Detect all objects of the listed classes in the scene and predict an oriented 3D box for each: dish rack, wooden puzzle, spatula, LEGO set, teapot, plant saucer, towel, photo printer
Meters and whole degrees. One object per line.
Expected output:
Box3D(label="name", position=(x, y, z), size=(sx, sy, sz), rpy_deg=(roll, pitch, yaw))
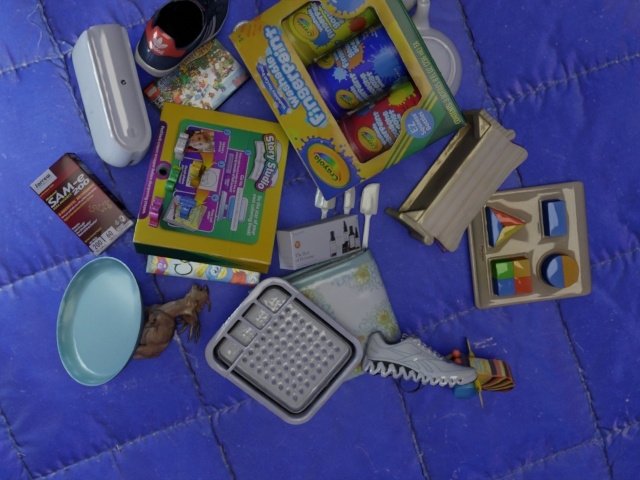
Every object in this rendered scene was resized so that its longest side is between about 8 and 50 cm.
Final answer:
Box3D(label="dish rack", position=(-0.091, 0.275, 1.645), size=(0.333, 0.072, 0.285), rpy_deg=(40, 92, -12))
Box3D(label="wooden puzzle", position=(0.578, 0.016, 1.770), size=(0.348, 0.080, 0.321), rpy_deg=(-8, 97, -5))
Box3D(label="spatula", position=(0.063, -0.042, 1.746), size=(0.168, 0.019, 0.241), rpy_deg=(5, 99, -7))
Box3D(label="LEGO set", position=(-0.304, -0.137, 1.438), size=(0.087, 0.093, 0.227), rpy_deg=(17, 71, -6))
Box3D(label="teapot", position=(0.252, -0.422, 1.636), size=(0.256, 0.187, 0.252), rpy_deg=(40, 92, -10))
Box3D(label="plant saucer", position=(-0.540, 0.199, 1.613), size=(0.318, 0.044, 0.317), rpy_deg=(-8, 76, 33))
Box3D(label="towel", position=(0.010, 0.226, 1.731), size=(0.375, 0.090, 0.320), rpy_deg=(-21, 103, -3))
Box3D(label="photo printer", position=(-0.494, -0.327, 1.542), size=(0.107, 0.256, 0.307), rpy_deg=(-16, 99, -27))

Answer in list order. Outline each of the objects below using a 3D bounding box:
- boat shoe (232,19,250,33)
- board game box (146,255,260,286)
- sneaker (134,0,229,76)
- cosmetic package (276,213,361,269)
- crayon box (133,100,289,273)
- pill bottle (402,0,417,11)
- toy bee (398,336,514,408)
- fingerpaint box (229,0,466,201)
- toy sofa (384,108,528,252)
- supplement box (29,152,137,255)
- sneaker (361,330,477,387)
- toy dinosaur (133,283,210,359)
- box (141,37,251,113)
Box3D(label="boat shoe", position=(-0.118, -0.453, 1.651), size=(0.255, 0.079, 0.095), rpy_deg=(36, 94, -6))
Box3D(label="board game box", position=(-0.285, 0.022, 1.651), size=(0.276, 0.144, 0.141), rpy_deg=(8, 94, -7))
Box3D(label="sneaker", position=(-0.296, -0.530, 1.519), size=(0.131, 0.148, 0.349), rpy_deg=(35, 55, -15))
Box3D(label="cosmetic package", position=(0.000, 0.000, 1.639), size=(0.239, 0.061, 0.098), rpy_deg=(-16, 102, -42))
Box3D(label="crayon box", position=(-0.250, -0.125, 1.552), size=(0.314, 0.106, 0.362), rpy_deg=(10, 72, -8))
Box3D(label="pill bottle", position=(0.217, -0.691, 1.604), size=(0.334, 0.188, 0.188), rpy_deg=(-44, 98, 0))
Box3D(label="toy bee", position=(0.386, 0.358, 1.732), size=(0.299, 0.162, 0.195), rpy_deg=(-16, 54, -18))
Box3D(label="fingerpaint box", position=(0.069, -0.375, 1.504), size=(0.371, 0.163, 0.444), rpy_deg=(-27, 99, 17))
Box3D(label="toy sofa", position=(0.351, -0.153, 1.695), size=(0.177, 0.150, 0.362), rpy_deg=(37, 91, -13))
Box3D(label="supplement box", position=(-0.596, -0.092, 1.644), size=(0.130, 0.073, 0.239), rpy_deg=(-42, 97, 0))
Box3D(label="sneaker", position=(0.252, 0.302, 1.647), size=(0.293, 0.110, 0.118), rpy_deg=(8, 84, 13))
Box3D(label="toy dinosaur", position=(-0.419, 0.239, 1.681), size=(0.296, 0.127, 0.200), rpy_deg=(-44, 138, 17))
Box3D(label="box", position=(-0.315, -0.396, 1.653), size=(0.233, 0.044, 0.159), rpy_deg=(-43, 99, 0))
